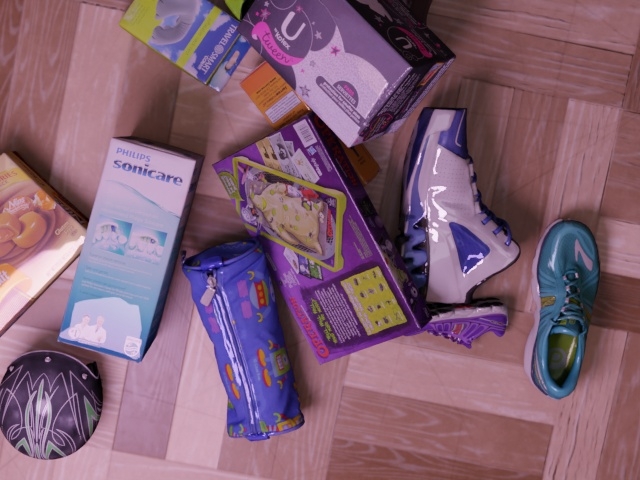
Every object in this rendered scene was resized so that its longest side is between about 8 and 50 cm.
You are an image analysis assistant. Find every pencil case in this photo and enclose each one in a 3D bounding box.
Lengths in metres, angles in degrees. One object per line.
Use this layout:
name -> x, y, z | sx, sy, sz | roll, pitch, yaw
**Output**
pencil case -> -0.113, 0.149, 1.827 | 0.119, 0.133, 0.306 | -11, 99, 20

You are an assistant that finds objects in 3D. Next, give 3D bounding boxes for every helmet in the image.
helmet -> -0.399, 0.239, 1.821 | 0.170, 0.161, 0.169 | 0, 95, -1

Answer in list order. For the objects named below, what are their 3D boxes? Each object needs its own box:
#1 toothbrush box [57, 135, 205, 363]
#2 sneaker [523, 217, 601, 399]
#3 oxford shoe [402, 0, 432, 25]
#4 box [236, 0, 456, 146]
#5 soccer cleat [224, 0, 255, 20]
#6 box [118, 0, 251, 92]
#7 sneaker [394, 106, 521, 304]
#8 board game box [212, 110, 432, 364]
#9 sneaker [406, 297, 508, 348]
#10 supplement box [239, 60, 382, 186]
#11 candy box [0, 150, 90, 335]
toothbrush box -> -0.267, 0.004, 1.776 | 0.126, 0.216, 0.295 | 15, 94, -3
sneaker -> 0.372, 0.104, 1.851 | 0.107, 0.110, 0.275 | 4, 95, -1
oxford shoe -> 0.109, -0.385, 1.819 | 0.098, 0.097, 0.271 | -11, 103, -17
box -> 0.032, -0.277, 1.733 | 0.247, 0.142, 0.163 | 48, 124, 13
soccer cleat -> -0.058, -0.385, 1.815 | 0.179, 0.060, 0.072 | -31, 68, 8
box -> -0.196, -0.312, 1.834 | 0.178, 0.042, 0.109 | 34, 94, -3
sneaker -> 0.211, -0.041, 1.837 | 0.182, 0.127, 0.315 | 7, 102, -5
board game box -> 0.000, 0.000, 1.809 | 0.208, 0.056, 0.346 | -24, 97, 35
sneaker -> 0.202, 0.132, 1.873 | 0.170, 0.068, 0.071 | -5, 101, -1
supplement box -> -0.013, -0.167, 1.822 | 0.080, 0.078, 0.233 | -37, 94, 30
candy box -> -0.504, 0.041, 1.837 | 0.183, 0.087, 0.316 | 44, 94, -5
